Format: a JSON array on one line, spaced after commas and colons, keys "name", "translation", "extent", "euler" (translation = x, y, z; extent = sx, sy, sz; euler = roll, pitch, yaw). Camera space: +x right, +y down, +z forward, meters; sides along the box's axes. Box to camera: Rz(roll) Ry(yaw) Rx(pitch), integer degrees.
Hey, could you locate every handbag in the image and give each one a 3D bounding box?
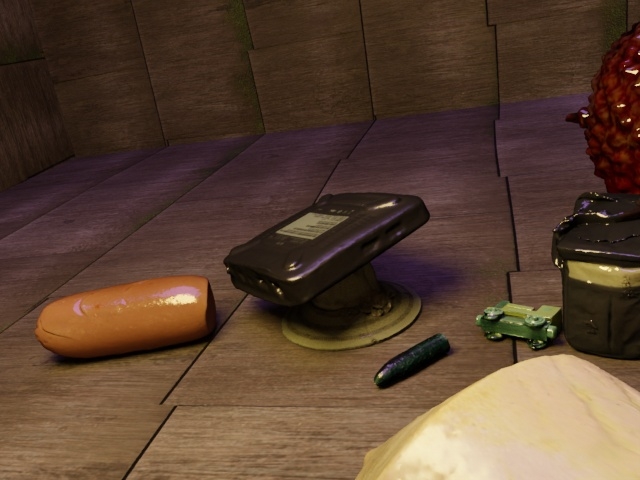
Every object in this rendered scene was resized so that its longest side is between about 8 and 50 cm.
[{"name": "handbag", "translation": [0.438, 0.034, 0.923], "extent": [0.181, 0.182, 0.254], "euler": [3, 25, 34]}]

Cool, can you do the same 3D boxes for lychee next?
[{"name": "lychee", "translation": [0.683, -0.233, 1.187], "extent": [0.424, 0.425, 0.500], "euler": [-21, 22, -27]}]

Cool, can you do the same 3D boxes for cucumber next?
[{"name": "cucumber", "translation": [0.127, 0.172, 0.922], "extent": [0.133, 0.032, 0.032], "euler": [-22, 23, -27]}]

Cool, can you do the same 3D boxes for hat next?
[{"name": "hat", "translation": [0.044, 0.077, 1.106], "extent": [0.251, 0.110, 0.252], "euler": [-10, 21, 4]}]

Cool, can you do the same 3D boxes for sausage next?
[{"name": "sausage", "translation": [-0.334, 0.134, 1.122], "extent": [0.304, 0.121, 0.121], "euler": [-9, 20, 2]}]

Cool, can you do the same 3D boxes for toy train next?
[{"name": "toy train", "translation": [0.296, 0.120, 0.956], "extent": [0.122, 0.050, 0.081], "euler": [7, 22, 40]}]

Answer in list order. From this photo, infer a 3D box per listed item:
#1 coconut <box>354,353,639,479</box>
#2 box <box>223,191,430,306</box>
[{"name": "coconut", "translation": [0.134, 0.229, 0.412], "extent": [0.328, 0.329, 0.329], "euler": [-9, 20, 3]}, {"name": "box", "translation": [0.000, 0.000, 1.077], "extent": [0.288, 0.073, 0.290], "euler": [-32, 19, -23]}]
